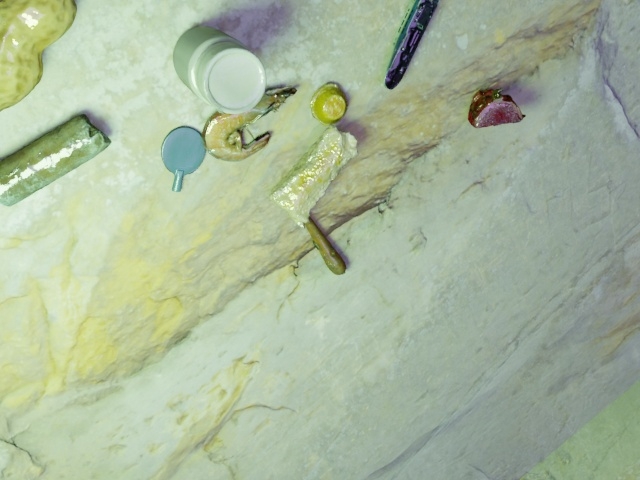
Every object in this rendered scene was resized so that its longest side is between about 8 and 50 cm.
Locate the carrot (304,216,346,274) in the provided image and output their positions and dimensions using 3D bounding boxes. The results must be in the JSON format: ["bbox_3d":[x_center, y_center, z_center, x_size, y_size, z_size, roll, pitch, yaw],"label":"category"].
[{"bbox_3d":[0.000,0.000,1.675,0.049,0.049,0.254,-35,119,-5],"label":"carrot"}]

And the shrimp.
[{"bbox_3d":[-0.156,-0.272,1.470,0.251,0.052,0.143,-28,135,-2],"label":"shrimp"}]

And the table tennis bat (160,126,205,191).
[{"bbox_3d":[-0.317,-0.185,1.454,0.100,0.019,0.155,4,111,-27],"label":"table tennis bat"}]

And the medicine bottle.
[{"bbox_3d":[-0.207,-0.346,1.282,0.144,0.252,0.145,-9,116,-19],"label":"medicine bottle"}]

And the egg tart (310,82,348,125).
[{"bbox_3d":[0.026,-0.324,1.526,0.105,0.039,0.105,-11,118,-21],"label":"egg tart"}]

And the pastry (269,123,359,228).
[{"bbox_3d":[-0.017,-0.166,1.555,0.121,0.089,0.258,32,98,-29],"label":"pastry"}]

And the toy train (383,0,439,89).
[{"bbox_3d":[0.205,-0.477,1.523,0.052,0.051,0.234,15,111,-29],"label":"toy train"}]

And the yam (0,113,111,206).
[{"bbox_3d":[-0.565,-0.167,1.310,0.259,0.093,0.093,-33,123,-6],"label":"yam"}]

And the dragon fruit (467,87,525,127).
[{"bbox_3d":[0.459,-0.359,1.672,0.147,0.102,0.096,-14,117,-12],"label":"dragon fruit"}]

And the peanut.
[{"bbox_3d":[-0.574,-0.368,1.185,0.147,0.147,0.306,27,97,-32],"label":"peanut"}]
